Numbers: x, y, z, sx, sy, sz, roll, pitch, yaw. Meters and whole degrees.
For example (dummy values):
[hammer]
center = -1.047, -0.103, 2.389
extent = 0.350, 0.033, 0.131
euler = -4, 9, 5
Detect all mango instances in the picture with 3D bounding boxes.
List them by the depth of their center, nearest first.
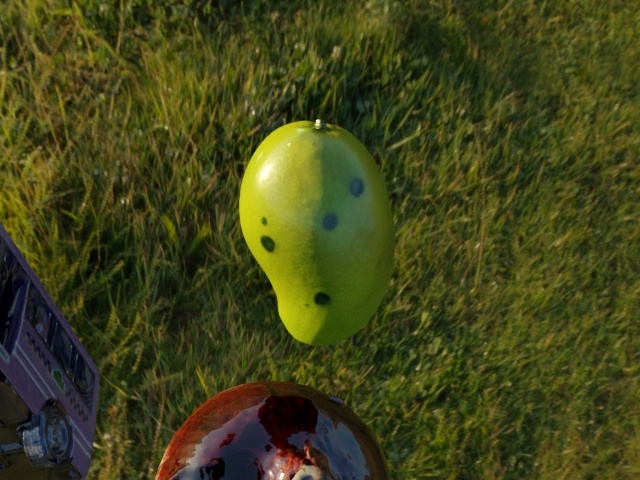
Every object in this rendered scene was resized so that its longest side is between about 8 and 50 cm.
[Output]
[mango]
center = 0.000, 0.000, 0.908
extent = 0.175, 0.293, 0.143
euler = -6, 30, 3

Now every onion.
[onion]
center = -0.050, 0.308, 0.936
extent = 0.314, 0.232, 0.314
euler = 9, 53, -11

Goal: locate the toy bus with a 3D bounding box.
[toy bus]
center = -0.195, 0.050, 0.410
extent = 0.096, 0.199, 0.108
euler = -12, 39, 7
